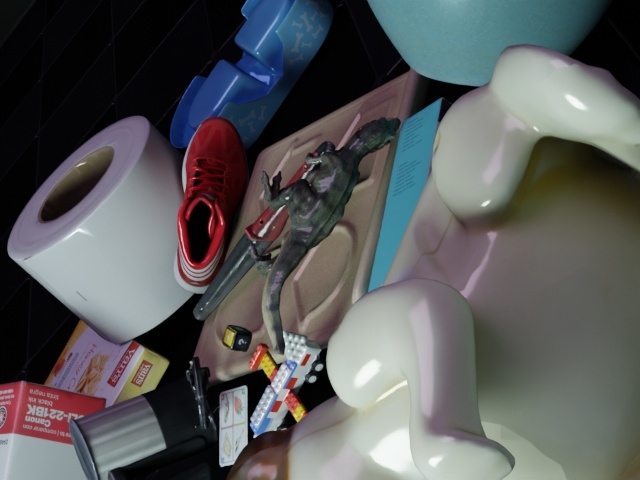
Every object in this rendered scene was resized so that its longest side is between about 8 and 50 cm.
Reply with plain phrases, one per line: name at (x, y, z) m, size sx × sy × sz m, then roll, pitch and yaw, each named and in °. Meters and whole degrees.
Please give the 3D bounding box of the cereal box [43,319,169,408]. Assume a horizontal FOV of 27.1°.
cereal box at (-0.292, 0.195, 1.712) m, size 0.173 × 0.047 × 0.240 m, roll -61°, pitch 27°, yaw -7°

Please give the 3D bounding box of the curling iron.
curling iron at (-0.058, -0.005, 1.388) m, size 0.274 × 0.035 × 0.068 m, roll -45°, pitch 27°, yaw 31°

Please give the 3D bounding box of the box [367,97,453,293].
box at (0.109, -0.002, 1.199) m, size 0.060 × 0.100 × 0.244 m, roll -28°, pitch 38°, yaw 45°

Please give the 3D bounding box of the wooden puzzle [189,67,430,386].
wooden puzzle at (0.000, 0.000, 1.413) m, size 0.348 × 0.080 × 0.322 m, roll -29°, pitch 38°, yaw 51°

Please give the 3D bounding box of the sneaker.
sneaker at (-0.122, -0.057, 1.547) m, size 0.128 × 0.087 × 0.221 m, roll 116°, pitch 157°, yaw -70°

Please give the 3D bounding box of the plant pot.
plant pot at (0.158, -0.255, 1.249) m, size 0.290 × 0.290 × 0.195 m, roll -131°, pitch 39°, yaw -62°

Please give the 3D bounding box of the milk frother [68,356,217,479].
milk frother at (-0.175, 0.184, 1.339) m, size 0.135 × 0.143 × 0.129 m, roll -20°, pitch 35°, yaw -21°

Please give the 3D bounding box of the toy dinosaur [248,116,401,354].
toy dinosaur at (-0.019, -0.016, 1.245) m, size 0.118 × 0.064 × 0.268 m, roll -4°, pitch 54°, yaw 54°

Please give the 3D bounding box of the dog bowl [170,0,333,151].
dog bowl at (-0.089, -0.234, 1.804) m, size 0.297 × 0.074 × 0.166 m, roll -56°, pitch 27°, yaw 5°

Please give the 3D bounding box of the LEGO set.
LEGO set at (-0.064, 0.189, 1.258) m, size 0.182 × 0.060 × 0.244 m, roll -22°, pitch 63°, yaw 49°

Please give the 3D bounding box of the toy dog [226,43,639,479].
toy dog at (0.101, 0.095, 0.921) m, size 0.408 × 0.285 × 0.395 m, roll -59°, pitch 26°, yaw 1°

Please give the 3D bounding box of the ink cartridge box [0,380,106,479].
ink cartridge box at (-0.365, 0.315, 1.569) m, size 0.197 × 0.114 × 0.272 m, roll -15°, pitch 63°, yaw 53°

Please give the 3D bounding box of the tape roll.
tape roll at (-0.252, -0.016, 1.687) m, size 0.246 × 0.169 × 0.246 m, roll -33°, pitch 27°, yaw 20°
